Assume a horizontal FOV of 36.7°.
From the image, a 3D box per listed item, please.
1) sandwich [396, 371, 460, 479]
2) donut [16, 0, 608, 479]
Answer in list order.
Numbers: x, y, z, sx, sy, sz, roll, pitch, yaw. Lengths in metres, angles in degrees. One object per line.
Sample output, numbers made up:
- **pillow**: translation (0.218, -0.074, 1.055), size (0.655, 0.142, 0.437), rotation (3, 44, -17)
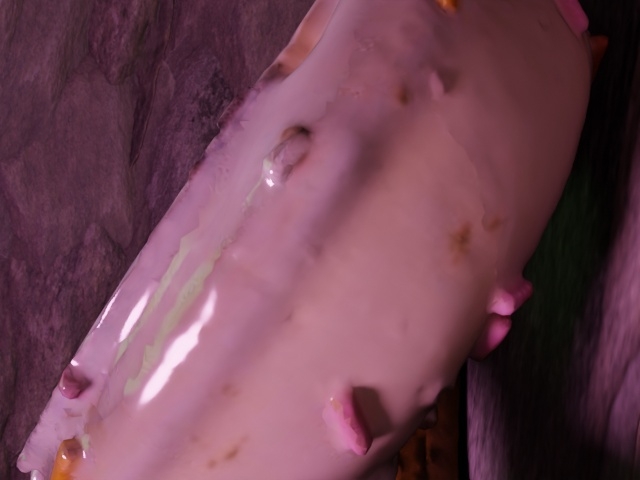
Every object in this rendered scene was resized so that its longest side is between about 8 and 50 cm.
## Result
- **sandwich**: translation (0.036, 0.198, 0.722), size (0.271, 0.099, 0.301), rotation (111, 169, -52)
- **donut**: translation (0.000, 0.000, 0.506), size (0.382, 0.142, 0.382), rotation (-54, 6, 9)
